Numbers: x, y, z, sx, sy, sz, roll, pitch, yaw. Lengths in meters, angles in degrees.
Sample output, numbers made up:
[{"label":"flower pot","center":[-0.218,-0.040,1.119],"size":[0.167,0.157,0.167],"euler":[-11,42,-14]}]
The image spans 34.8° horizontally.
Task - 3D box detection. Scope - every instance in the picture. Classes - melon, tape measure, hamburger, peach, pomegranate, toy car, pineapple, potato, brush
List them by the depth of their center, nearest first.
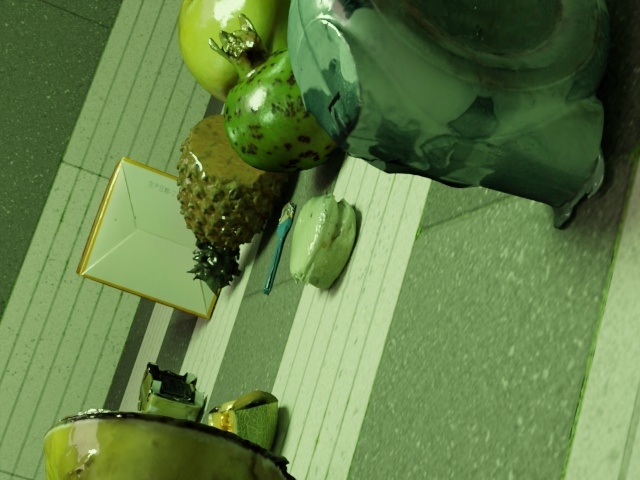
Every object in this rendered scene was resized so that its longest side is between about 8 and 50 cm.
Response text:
[{"label":"tape measure","center":[0.100,-0.161,0.831],"size":[0.147,0.256,0.275],"euler":[126,154,-56]},{"label":"potato","center":[-0.177,0.387,1.106],"size":[0.397,0.290,0.296],"euler":[119,157,-60]},{"label":"melon","center":[-0.096,0.263,1.348],"size":[0.160,0.079,0.128],"euler":[153,117,-68]},{"label":"hamburger","center":[0.000,0.000,1.368],"size":[0.140,0.062,0.133],"euler":[-142,72,-73]},{"label":"pomegranate","center":[-0.064,-0.218,1.552],"size":[0.211,0.263,0.211],"euler":[-35,19,14]},{"label":"brush","center":[-0.071,0.014,1.706],"size":[0.051,0.014,0.164],"euler":[141,146,-65]},{"label":"pineapple","center":[-0.175,-0.055,1.881],"size":[0.202,0.202,0.362],"euler":[-85,7,-46]},{"label":"toy car","center":[-0.290,0.313,1.921],"size":[0.257,0.101,0.124],"euler":[-155,82,-77]},{"label":"peach","center":[-0.118,-0.418,1.933],"size":[0.314,0.281,0.315],"euler":[-47,36,42]}]

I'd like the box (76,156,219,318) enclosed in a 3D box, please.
[{"label":"box","center":[-0.337,-0.003,2.154],"size":[0.214,0.283,0.259],"euler":[-175,105,-76]}]
